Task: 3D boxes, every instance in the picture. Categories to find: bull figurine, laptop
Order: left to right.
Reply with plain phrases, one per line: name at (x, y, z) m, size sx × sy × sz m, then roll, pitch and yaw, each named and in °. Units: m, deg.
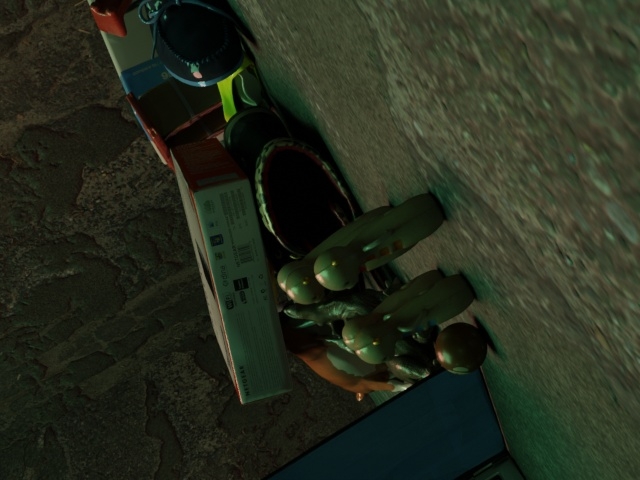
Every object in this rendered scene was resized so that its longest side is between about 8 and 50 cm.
bull figurine at (0.058, 0.185, 1.536) m, size 0.188 × 0.101 × 0.310 m, roll -4°, pitch 154°, yaw 41°
laptop at (0.115, 0.408, 1.149) m, size 0.408 × 0.382 × 0.236 m, roll 59°, pitch 176°, yaw 8°

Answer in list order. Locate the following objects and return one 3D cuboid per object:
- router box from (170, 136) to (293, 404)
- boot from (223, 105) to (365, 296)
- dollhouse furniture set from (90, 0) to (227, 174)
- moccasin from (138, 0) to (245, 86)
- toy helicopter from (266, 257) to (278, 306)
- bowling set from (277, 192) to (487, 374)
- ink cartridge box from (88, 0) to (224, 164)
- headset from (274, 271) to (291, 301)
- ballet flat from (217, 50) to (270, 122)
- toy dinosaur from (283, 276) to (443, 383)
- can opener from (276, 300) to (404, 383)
router box at (-0.141, 0.036, 1.476) m, size 0.301 × 0.082 × 0.336 m, roll -131°, pitch 28°, yaw -68°
boot at (-0.016, -0.016, 1.431) m, size 0.377 × 0.138 × 0.284 m, roll 66°, pitch 173°, yaw -17°
dollhouse furniture set at (-0.278, -0.330, 1.737) m, size 0.374 × 0.201 × 0.152 m, roll 56°, pitch 174°, yaw 24°
moccasin at (-0.220, -0.349, 1.433) m, size 0.342 × 0.137 × 0.117 m, roll 53°, pitch 168°, yaw 44°
toy helicopter at (-0.122, 0.065, 2.078) m, size 0.235 × 0.140 × 0.355 m, roll -62°, pitch -36°, yaw -80°
bowling set at (0.066, 0.072, 0.961) m, size 0.200 × 0.154 × 0.287 m, roll 59°, pitch 176°, yaw 1°
ink cartridge box at (-0.350, -0.402, 1.994) m, size 0.285 × 0.166 × 0.395 m, roll 79°, pitch 166°, yaw -74°
headset at (-0.062, 0.104, 2.283) m, size 0.394 × 0.185 × 0.243 m, roll 38°, pitch 162°, yaw 44°
ballet flat at (-0.119, -0.230, 1.535) m, size 0.077 × 0.077 × 0.231 m, roll 39°, pitch 165°, yaw 24°
toy dinosaur at (0.106, 0.136, 1.317) m, size 0.313 × 0.121 × 0.160 m, roll 33°, pitch 171°, yaw 3°
can opener at (0.041, 0.179, 1.716) m, size 0.283 × 0.076 × 0.095 m, roll 38°, pitch 157°, yaw -30°
